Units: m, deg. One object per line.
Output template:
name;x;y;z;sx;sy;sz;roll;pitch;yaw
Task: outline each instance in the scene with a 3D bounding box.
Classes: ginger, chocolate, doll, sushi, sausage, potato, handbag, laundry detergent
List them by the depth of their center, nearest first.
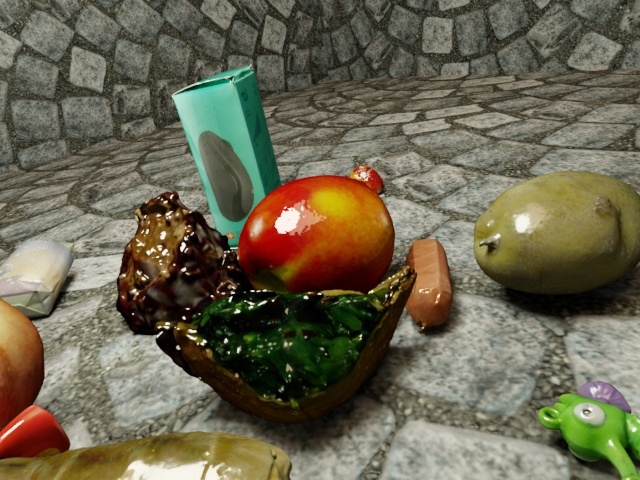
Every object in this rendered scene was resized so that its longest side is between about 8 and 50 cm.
doll;0.272;0.169;0.347;0.190;0.050;0.115;13;30;35
ginger;-0.148;0.209;0.352;0.262;0.110;0.116;-7;29;9
laundry detergent;-0.303;0.231;0.391;0.049;0.098;0.165;24;44;12
sushi;-0.019;0.108;0.472;0.286;0.140;0.149;-12;20;-1
potato;0.303;-0.009;0.584;0.251;0.159;0.174;-10;-3;-27
sausage;0.145;0.057;0.607;0.065;0.065;0.169;-4;25;13
chocolate;-0.234;0.017;0.703;0.224;0.177;0.206;-2;27;19
handbag;-0.518;0.070;0.806;0.117;0.095;0.173;-6;33;-4

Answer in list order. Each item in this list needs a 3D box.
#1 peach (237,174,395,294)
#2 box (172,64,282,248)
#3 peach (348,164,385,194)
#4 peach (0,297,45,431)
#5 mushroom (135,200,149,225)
peach;0.000;0.000;0.636;0.226;0.190;0.196;-39;10;-38
box;-0.163;-0.165;0.886;0.118;0.312;0.205;-10;26;5
peach;0.098;-0.127;1.018;0.083;0.077;0.050;47;43;9
peach;-0.422;0.166;0.446;0.232;0.257;0.232;29;10;-5
mushroom;-0.385;-0.060;1.037;0.083;0.068;0.084;-3;22;1
